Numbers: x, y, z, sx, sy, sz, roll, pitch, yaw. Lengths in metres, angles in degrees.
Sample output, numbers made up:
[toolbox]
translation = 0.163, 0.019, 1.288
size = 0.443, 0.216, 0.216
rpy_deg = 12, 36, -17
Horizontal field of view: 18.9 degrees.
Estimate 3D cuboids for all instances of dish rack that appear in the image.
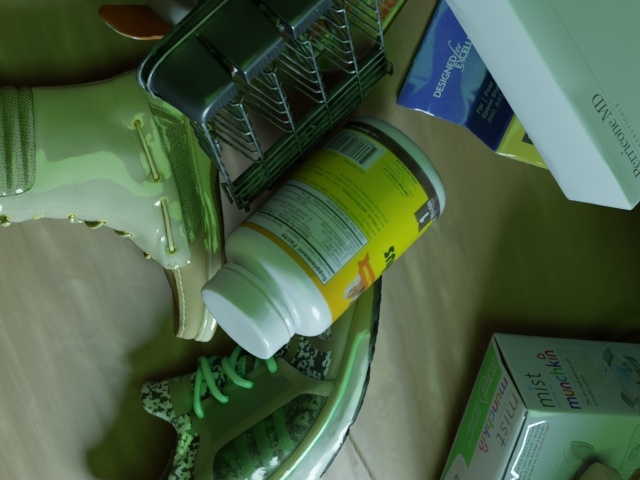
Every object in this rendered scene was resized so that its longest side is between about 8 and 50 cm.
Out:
[dish rack]
translation = -0.031, -0.137, 1.568
size = 0.208, 0.074, 0.271
rpy_deg = -42, 163, -8

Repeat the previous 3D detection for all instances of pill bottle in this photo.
[pill bottle]
translation = 0.000, 0.000, 1.657
size = 0.215, 0.117, 0.117
rpy_deg = -44, 123, -19

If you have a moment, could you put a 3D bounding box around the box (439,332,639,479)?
[box]
translation = 0.251, 0.236, 1.893
size = 0.231, 0.127, 0.262
rpy_deg = 5, 124, -17

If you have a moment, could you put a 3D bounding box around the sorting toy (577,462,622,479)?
[sorting toy]
translation = 0.255, 0.386, 1.765
size = 0.089, 0.257, 0.255
rpy_deg = 19, 121, -31

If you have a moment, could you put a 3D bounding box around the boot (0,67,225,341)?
[boot]
translation = -0.189, -0.023, 1.671
size = 0.203, 0.095, 0.262
rpy_deg = -9, 117, -12

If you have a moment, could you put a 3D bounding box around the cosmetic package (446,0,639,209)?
[cosmetic package]
translation = 0.228, -0.259, 1.544
size = 0.284, 0.097, 0.377
rpy_deg = -43, 116, -16

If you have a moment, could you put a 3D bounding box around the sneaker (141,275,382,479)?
[sneaker]
translation = -0.073, 0.155, 1.784
size = 0.182, 0.158, 0.410
rpy_deg = 25, 104, -7

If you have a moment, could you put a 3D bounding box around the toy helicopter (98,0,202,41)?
[toy helicopter]
translation = -0.146, -0.240, 1.520
size = 0.355, 0.140, 0.235
rpy_deg = -15, 134, -24

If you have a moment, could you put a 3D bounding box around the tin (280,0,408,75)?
[tin]
translation = 0.028, -0.230, 1.657
size = 0.106, 0.040, 0.190
rpy_deg = 29, 107, -22

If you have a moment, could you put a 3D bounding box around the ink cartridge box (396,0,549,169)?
[ink cartridge box]
translation = 0.267, -0.201, 1.720
size = 0.307, 0.072, 0.304
rpy_deg = 14, 112, -23
